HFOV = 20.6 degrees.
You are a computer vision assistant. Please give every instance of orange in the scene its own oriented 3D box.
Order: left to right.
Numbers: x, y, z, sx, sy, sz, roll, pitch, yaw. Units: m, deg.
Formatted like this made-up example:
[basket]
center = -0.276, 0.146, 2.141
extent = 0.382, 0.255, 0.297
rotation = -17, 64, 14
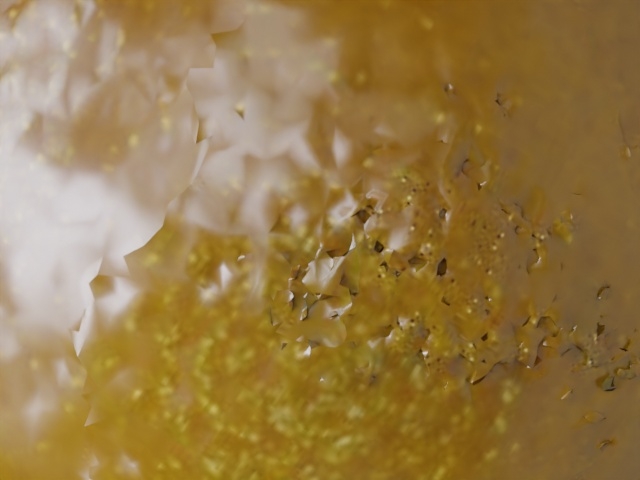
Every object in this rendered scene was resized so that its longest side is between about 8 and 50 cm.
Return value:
[orange]
center = 0.000, 0.000, 0.461
extent = 0.274, 0.274, 0.274
rotation = -23, 63, 57
